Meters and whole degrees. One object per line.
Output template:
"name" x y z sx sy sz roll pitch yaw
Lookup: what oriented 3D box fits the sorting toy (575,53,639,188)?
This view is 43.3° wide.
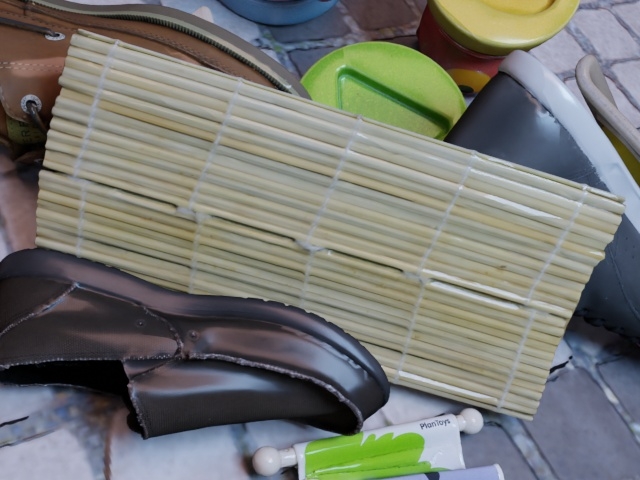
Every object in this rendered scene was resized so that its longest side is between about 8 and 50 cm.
"sorting toy" 0.257 -0.022 0.592 0.193 0.038 0.208 21 37 -61

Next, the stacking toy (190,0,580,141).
"stacking toy" 0.014 -0.156 0.642 0.309 0.130 0.279 25 76 2

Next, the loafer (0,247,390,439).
"loafer" -0.073 0.073 0.429 0.220 0.080 0.078 14 57 -1

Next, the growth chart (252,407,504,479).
"growth chart" 0.080 0.199 0.424 0.172 0.021 0.237 -10 60 -28

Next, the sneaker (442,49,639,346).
"sneaker" 0.164 0.029 0.544 0.296 0.147 0.104 46 10 -20

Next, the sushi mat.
"sushi mat" 0.000 0.000 0.456 0.316 0.151 0.019 16 23 -5

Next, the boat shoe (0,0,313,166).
"boat shoe" -0.159 -0.088 0.495 0.307 0.111 0.104 18 47 8
